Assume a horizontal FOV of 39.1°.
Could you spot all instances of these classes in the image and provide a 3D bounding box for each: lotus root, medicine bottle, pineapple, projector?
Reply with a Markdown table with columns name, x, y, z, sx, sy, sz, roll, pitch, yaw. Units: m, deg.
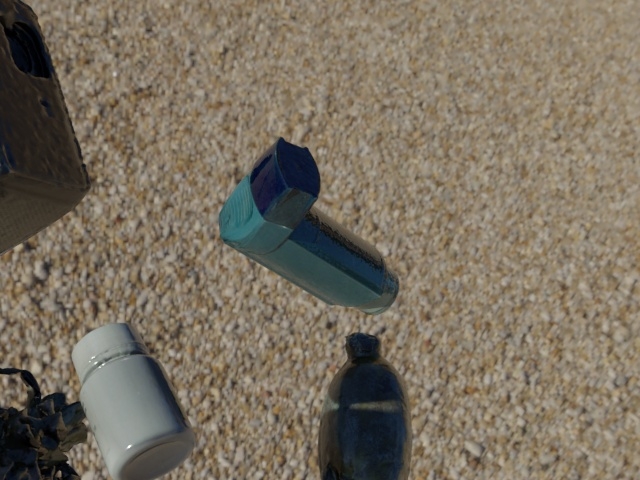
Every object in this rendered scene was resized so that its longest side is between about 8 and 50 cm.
| name | x | y | z | sx | sy | sz | roll | pitch | yaw |
| --- | --- | --- | --- | --- | --- | --- | --- | --- | --- |
| lotus root | 0.081 | 0.328 | 1.577 | 0.174 | 0.175 | 0.350 | 10 | 55 | -6 |
| medicine bottle | 0.000 | 0.000 | 0.968 | 0.258 | 0.124 | 0.079 | 36 | 31 | -41 |
| pineapple | -0.367 | 0.268 | 1.001 | 0.262 | 0.263 | 0.271 | 27 | 24 | 10 |
| medicine bottle | -0.170 | 0.143 | 0.806 | 0.080 | 0.080 | 0.130 | -14 | 53 | -27 |
| projector | -0.622 | -0.157 | 1.409 | 0.242 | 0.405 | 0.395 | 14 | 52 | -66 |

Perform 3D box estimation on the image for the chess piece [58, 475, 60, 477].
| name | x | y | z | sx | sy | sz | roll | pitch | yaw |
| --- | --- | --- | --- | --- | --- | --- | --- | --- | --- |
| chess piece | -0.364 | 0.459 | 1.450 | 0.243 | 0.133 | 0.133 | 7 | 42 | 18 |
